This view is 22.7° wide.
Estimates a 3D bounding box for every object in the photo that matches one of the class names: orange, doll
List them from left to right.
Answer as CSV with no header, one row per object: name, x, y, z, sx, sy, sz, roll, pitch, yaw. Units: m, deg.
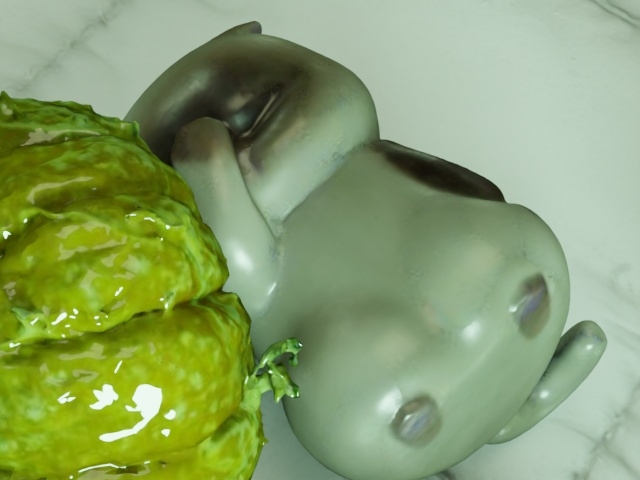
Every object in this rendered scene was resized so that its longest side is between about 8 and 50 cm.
orange,-0.169,0.057,0.953,0.223,0.300,0.301,-17,69,-29
doll,0.007,0.007,1.088,0.370,0.226,0.215,41,91,11
